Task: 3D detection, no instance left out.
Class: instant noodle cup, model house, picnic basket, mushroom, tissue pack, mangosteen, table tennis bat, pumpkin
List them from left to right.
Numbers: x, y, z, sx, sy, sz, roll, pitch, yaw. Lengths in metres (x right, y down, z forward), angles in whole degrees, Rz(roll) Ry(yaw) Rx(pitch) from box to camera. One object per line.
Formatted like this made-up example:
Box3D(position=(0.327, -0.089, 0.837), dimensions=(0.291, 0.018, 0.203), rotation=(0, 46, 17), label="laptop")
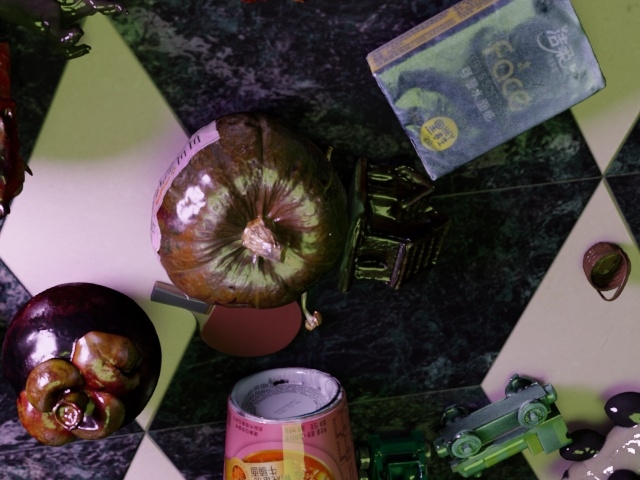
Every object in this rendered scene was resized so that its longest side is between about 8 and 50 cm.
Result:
Box3D(position=(-0.309, 0.172, 1.798), dimensions=(0.211, 0.250, 0.211), rotation=(-2, 118, -4), label="mangosteen")
Box3D(position=(-0.130, 0.098, 1.927), dimensions=(0.220, 0.019, 0.130), rotation=(17, 119, -21), label="table tennis bat")
Box3D(position=(-0.083, -0.026, 1.764), dimensions=(0.260, 0.189, 0.260), rotation=(-6, 122, -10), label="pumpkin")
Box3D(position=(-0.044, 0.324, 1.975), dimensions=(0.244, 0.244, 0.255), rotation=(-7, 112, -9), label="instant noodle cup")
Box3D(position=(-0.006, 0.001, 1.898), dimensions=(0.028, 0.026, 0.286), rotation=(-11, 122, -25), label="mushroom")
Box3D(position=(0.103, -0.020, 1.856), dimensions=(0.152, 0.106, 0.165), rotation=(6, 123, -13), label="model house")
Box3D(position=(0.210, -0.217, 1.778), dimensions=(0.257, 0.081, 0.185), rotation=(-29, 122, 7), label="tissue pack")
Box3D(position=(0.412, 0.047, 1.977), dimensions=(0.072, 0.083, 0.072), rotation=(-5, 120, -9), label="picnic basket")

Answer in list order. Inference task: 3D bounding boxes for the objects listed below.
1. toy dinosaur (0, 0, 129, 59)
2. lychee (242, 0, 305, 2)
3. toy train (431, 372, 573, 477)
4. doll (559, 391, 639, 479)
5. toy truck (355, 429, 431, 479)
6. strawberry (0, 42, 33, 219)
Box3D(position=(-0.316, -0.310, 1.646), dimensions=(0.187, 0.087, 0.179), rotation=(-35, 85, -8), label="toy dinosaur")
Box3D(position=(-0.063, -0.390, 1.536), dimensions=(0.236, 0.236, 0.271), rotation=(-22, 100, 1), label="lychee")
Box3D(position=(0.270, 0.288, 2.093), dimensions=(0.200, 0.083, 0.132), rotation=(-25, 125, 4), label="toy train")
Box3D(position=(0.461, 0.339, 2.130), dimensions=(0.234, 0.143, 0.135), rotation=(-40, 141, 5), label="doll")
Box3D(position=(0.113, 0.396, 2.100), dimensions=(0.110, 0.116, 0.216), rotation=(-3, 121, -11), label="toy truck")
Box3D(position=(-0.460, -0.141, 1.592), dimensions=(0.258, 0.261, 0.261), rotation=(-4, 121, -18), label="strawberry")
